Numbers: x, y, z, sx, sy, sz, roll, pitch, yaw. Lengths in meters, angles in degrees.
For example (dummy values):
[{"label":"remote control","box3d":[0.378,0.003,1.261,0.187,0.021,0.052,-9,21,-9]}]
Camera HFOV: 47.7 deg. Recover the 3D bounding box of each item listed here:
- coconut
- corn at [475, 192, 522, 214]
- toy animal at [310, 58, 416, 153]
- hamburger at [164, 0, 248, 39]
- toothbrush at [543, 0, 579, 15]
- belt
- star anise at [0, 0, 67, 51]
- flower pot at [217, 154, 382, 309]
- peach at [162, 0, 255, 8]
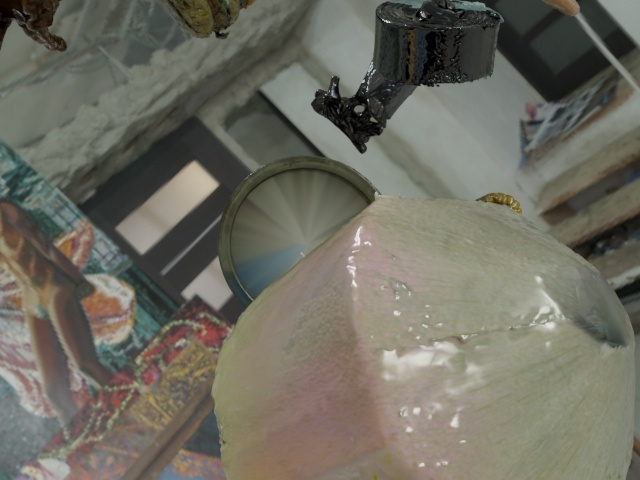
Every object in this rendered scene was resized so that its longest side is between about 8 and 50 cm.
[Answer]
[{"label":"coconut","box3d":[0.095,0.111,0.581,0.309,0.297,0.297,-35,10,37]},{"label":"corn","box3d":[0.264,-0.039,1.118,0.068,0.068,0.207,-45,-1,4]},{"label":"toy animal","box3d":[0.096,-0.233,1.041,0.210,0.121,0.117,-46,21,10]},{"label":"hamburger","box3d":[-0.189,-0.396,1.066,0.130,0.183,0.206,-33,39,-2]},{"label":"toothbrush","box3d":[0.063,-0.295,0.564,0.037,0.375,0.028,-38,20,51]},{"label":"belt","box3d":[0.139,-0.244,0.867,0.198,0.151,0.078,-80,-9,-62]},{"label":"star anise","box3d":[-0.255,-0.202,0.573,0.196,0.111,0.212,-22,19,46]},{"label":"flower pot","box3d":[0.000,0.000,0.930,0.212,0.212,0.202,-44,-5,10]},{"label":"peach","box3d":[-0.192,-0.504,1.379,0.190,0.226,0.196,101,175,-48]}]
